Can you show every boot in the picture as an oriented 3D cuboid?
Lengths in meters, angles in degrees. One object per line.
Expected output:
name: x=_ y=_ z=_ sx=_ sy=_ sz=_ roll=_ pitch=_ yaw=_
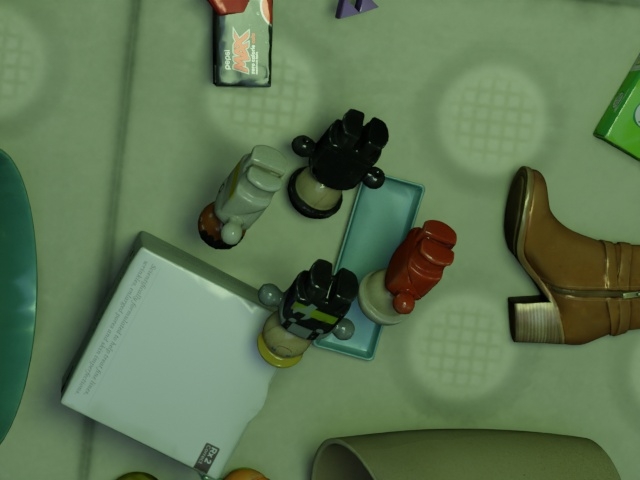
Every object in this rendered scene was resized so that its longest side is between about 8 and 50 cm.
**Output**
boot: x=0.270 y=0.012 z=2.029 sx=0.152 sy=0.073 sz=0.197 roll=-5 pitch=111 yaw=-5

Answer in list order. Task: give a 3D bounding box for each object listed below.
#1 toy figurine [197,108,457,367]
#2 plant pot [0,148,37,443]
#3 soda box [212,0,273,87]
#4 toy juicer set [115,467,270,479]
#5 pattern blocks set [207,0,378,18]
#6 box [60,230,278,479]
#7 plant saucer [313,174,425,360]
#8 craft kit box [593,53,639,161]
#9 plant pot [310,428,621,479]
toy figurine: x=0.000 y=0.000 z=1.906 sx=0.210 sy=0.148 sz=0.213 roll=-23 pitch=74 yaw=-37
plant pot: x=-0.424 y=0.052 z=1.854 sx=0.235 sy=0.293 sz=0.293 roll=3 pitch=98 yaw=10
soda box: x=-0.078 y=-0.238 z=1.959 sx=0.060 sy=0.053 sz=0.168 roll=0 pitch=99 yaw=-7
toy juicer set: x=-0.099 y=0.390 z=2.037 sx=0.209 sy=0.089 sz=0.329 roll=-10 pitch=91 yaw=-18
pattern blocks set: x=0.010 y=-0.381 z=1.927 sx=0.285 sy=0.026 sz=0.324 roll=-2 pitch=94 yaw=-21
box: x=-0.142 y=0.113 z=1.969 sx=0.182 sy=0.119 sz=0.181 roll=28 pitch=94 yaw=-10
plant saucer: x=0.049 y=0.025 z=2.030 sx=0.067 sy=0.018 sz=0.192 roll=16 pitch=95 yaw=-9
craft kit box: x=0.451 y=-0.155 z=2.034 sx=0.247 sy=0.061 sz=0.249 roll=29 pitch=94 yaw=-7
plant pot: x=0.164 y=0.295 z=1.987 sx=0.274 sy=0.256 sz=0.256 roll=-12 pitch=100 yaw=-20
